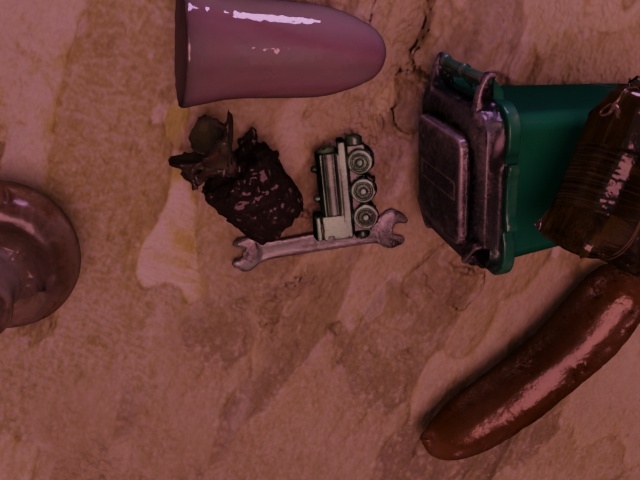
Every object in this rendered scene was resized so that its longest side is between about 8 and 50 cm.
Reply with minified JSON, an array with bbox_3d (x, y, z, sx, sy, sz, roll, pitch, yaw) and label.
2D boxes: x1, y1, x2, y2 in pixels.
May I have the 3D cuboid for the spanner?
[{"bbox_3d":[0.000,0.000,1.350,0.301,0.017,0.071,-9,113,-6],"label":"spanner"}]

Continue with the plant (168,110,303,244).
[{"bbox_3d":[-0.122,-0.095,1.225,0.142,0.131,0.203,-33,124,6],"label":"plant"}]

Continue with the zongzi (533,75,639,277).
[{"bbox_3d":[0.426,-0.081,1.103,0.241,0.111,0.248,16,99,-44],"label":"zongzi"}]

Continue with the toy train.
[{"bbox_3d":[0.036,-0.082,1.289,0.111,0.071,0.171,-6,107,-1],"label":"toy train"}]

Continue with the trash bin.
[{"bbox_3d":[0.353,-0.140,1.236,0.381,0.259,0.295,-9,114,-13],"label":"trash bin"}]

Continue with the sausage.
[{"bbox_3d":[0.393,0.236,1.462,0.501,0.123,0.136,-44,111,10],"label":"sausage"}]

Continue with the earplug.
[{"bbox_3d":[-0.051,-0.274,1.157,0.301,0.172,0.172,-2,113,-16],"label":"earplug"}]

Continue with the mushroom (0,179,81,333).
[{"bbox_3d":[-0.474,0.039,1.172,0.243,0.243,0.244,-4,113,-8],"label":"mushroom"}]
